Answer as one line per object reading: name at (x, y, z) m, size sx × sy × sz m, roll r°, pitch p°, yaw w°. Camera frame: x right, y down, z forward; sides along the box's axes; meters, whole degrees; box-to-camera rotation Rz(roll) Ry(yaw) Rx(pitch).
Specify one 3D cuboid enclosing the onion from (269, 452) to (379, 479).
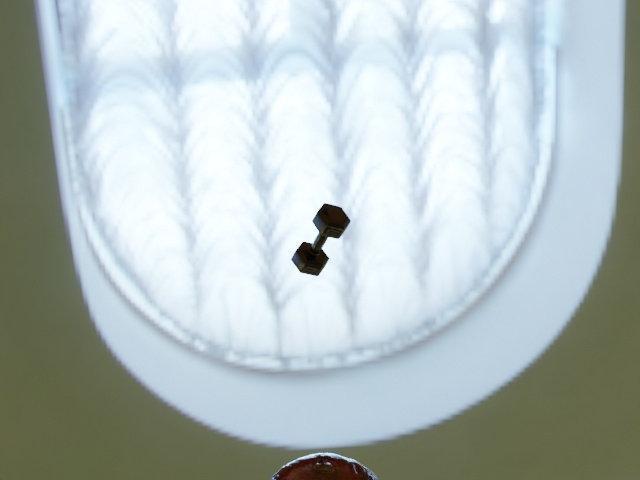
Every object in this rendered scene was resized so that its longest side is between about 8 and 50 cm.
onion at (0.004, 0.200, 1.035) m, size 0.107 × 0.107 × 0.097 m, roll -21°, pitch -171°, yaw -34°

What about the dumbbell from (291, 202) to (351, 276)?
dumbbell at (0.000, 0.000, 1.581) m, size 0.036 × 0.083 × 0.040 m, roll -12°, pitch -126°, yaw -40°
